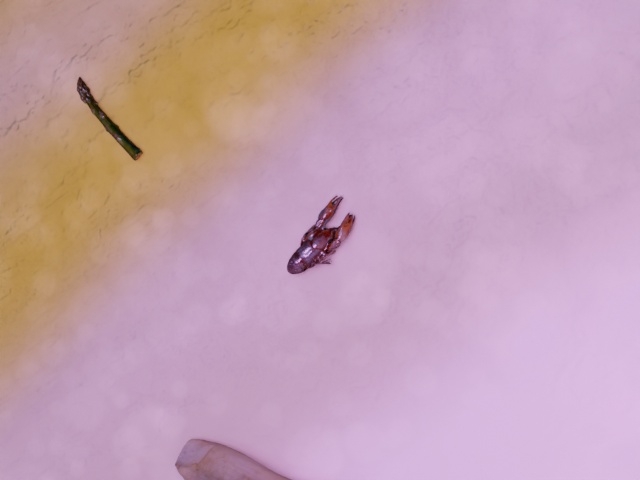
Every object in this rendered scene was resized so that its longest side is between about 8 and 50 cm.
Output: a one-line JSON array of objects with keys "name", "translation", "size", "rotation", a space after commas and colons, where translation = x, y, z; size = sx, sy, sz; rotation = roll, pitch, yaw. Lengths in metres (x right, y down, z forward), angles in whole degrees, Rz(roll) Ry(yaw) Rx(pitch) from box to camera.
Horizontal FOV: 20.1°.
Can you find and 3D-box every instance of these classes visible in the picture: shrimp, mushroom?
[{"name": "shrimp", "translation": [0.004, 0.000, 1.782], "size": [0.038, 0.029, 0.092], "rotation": [33, 93, 21]}, {"name": "mushroom", "translation": [-0.056, 0.248, 1.762], "size": [0.209, 0.071, 0.084], "rotation": [21, 87, 25]}]

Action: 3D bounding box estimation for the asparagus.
[{"name": "asparagus", "translation": [-0.224, -0.127, 1.888], "size": [0.015, 0.014, 0.114], "rotation": [-35, 72, -21]}]
